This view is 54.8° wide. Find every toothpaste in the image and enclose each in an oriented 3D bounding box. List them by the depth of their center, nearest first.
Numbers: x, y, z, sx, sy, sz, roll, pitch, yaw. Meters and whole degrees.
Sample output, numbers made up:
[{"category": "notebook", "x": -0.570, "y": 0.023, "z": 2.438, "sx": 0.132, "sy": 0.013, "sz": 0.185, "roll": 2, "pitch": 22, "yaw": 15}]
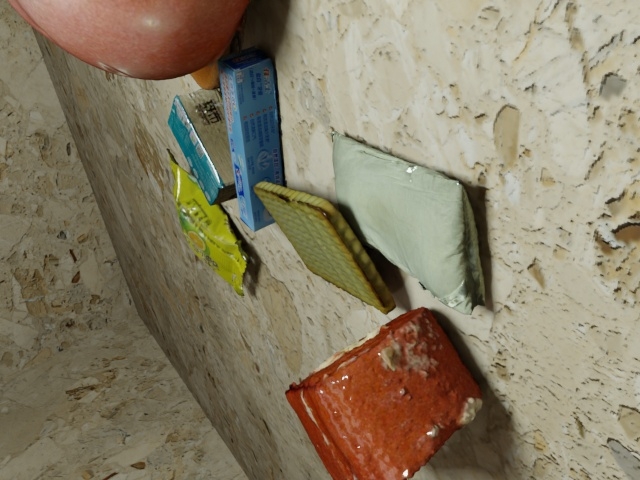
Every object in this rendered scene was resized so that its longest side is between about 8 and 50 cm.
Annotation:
[{"category": "toothpaste", "x": -0.095, "y": -0.137, "z": 0.888, "sx": 0.053, "sy": 0.066, "sz": 0.272, "roll": 44, "pitch": 149, "yaw": 38}]

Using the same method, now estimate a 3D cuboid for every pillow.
[{"category": "pillow", "x": 0.082, "y": -0.026, "z": 0.665, "sx": 0.230, "sy": 0.050, "sz": 0.148, "roll": 32, "pitch": 136, "yaw": 51}]

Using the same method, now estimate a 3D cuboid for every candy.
[{"category": "candy", "x": -0.234, "y": -0.029, "z": 1.257, "sx": 0.297, "sy": 0.081, "sz": 0.187, "roll": 55, "pitch": 156, "yaw": 20}]

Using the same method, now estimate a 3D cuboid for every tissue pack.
[{"category": "tissue pack", "x": -0.175, "y": -0.154, "z": 1.015, "sx": 0.169, "sy": 0.082, "sz": 0.120, "roll": 63, "pitch": 157, "yaw": 3}]

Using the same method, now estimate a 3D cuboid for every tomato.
[{"category": "tomato", "x": -0.236, "y": -0.343, "z": 0.697, "sx": 0.341, "sy": 0.273, "sz": 0.341, "roll": 22, "pitch": 118, "yaw": 50}]

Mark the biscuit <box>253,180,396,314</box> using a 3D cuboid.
[{"category": "biscuit", "x": 0.000, "y": 0.000, "z": 0.816, "sx": 0.172, "sy": 0.029, "sz": 0.254, "roll": 57, "pitch": 166, "yaw": -23}]

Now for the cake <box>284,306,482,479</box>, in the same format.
[{"category": "cake", "x": 0.072, "y": 0.189, "z": 0.743, "sx": 0.150, "sy": 0.177, "sz": 0.283, "roll": 59, "pitch": 161, "yaw": 10}]

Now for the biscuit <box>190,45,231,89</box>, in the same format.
[{"category": "biscuit", "x": -0.186, "y": -0.332, "z": 0.922, "sx": 0.192, "sy": 0.036, "sz": 0.186, "roll": 52, "pitch": 151, "yaw": 26}]
